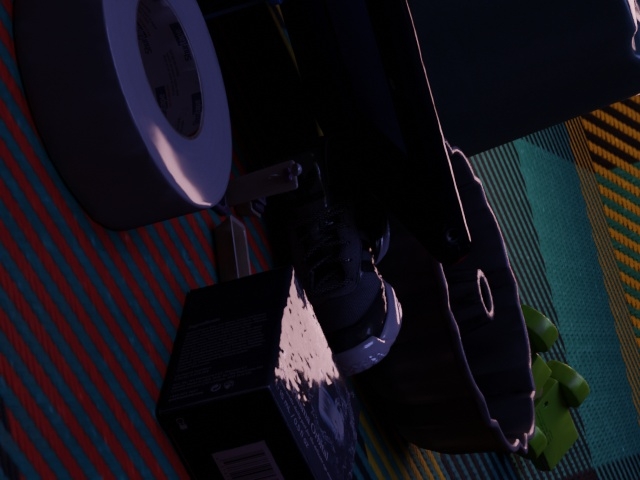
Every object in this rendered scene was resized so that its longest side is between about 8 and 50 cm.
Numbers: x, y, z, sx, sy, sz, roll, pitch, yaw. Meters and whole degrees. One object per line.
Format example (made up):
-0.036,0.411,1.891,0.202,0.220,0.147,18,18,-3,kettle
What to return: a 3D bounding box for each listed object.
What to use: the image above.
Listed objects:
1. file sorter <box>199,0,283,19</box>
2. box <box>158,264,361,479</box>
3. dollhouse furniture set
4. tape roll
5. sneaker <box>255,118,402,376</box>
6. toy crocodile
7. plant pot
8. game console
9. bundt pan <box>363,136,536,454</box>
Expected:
-0.094,-0.279,1.689,0.118,0.104,0.170,-56,129,-70,file sorter
-0.042,0.131,1.527,0.158,0.093,0.156,-81,151,-55,box
-0.041,-0.009,1.667,0.091,0.081,0.114,40,38,-62,dollhouse furniture set
-0.141,-0.120,1.459,0.219,0.072,0.219,-16,90,-73,tape roll
0.000,0.000,1.771,0.268,0.101,0.153,-89,157,-57,sneaker
0.233,0.165,2.382,0.115,0.105,0.340,-51,140,-16,toy crocodile
0.178,-0.242,2.139,0.341,0.334,0.341,-14,90,-74,plant pot
0.021,-0.200,1.805,0.342,0.060,0.387,-122,-168,-59,game console
0.112,0.071,2.017,0.331,0.124,0.331,-15,90,-74,bundt pan
